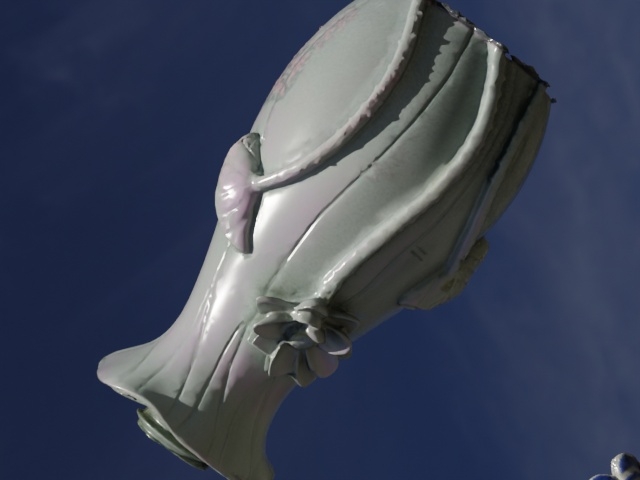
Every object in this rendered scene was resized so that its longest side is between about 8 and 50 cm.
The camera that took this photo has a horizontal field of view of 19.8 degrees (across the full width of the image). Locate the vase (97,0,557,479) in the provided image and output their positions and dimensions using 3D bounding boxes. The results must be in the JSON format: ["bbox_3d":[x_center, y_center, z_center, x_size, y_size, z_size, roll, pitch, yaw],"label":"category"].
[{"bbox_3d":[0.000,0.000,1.595,0.250,0.250,0.445,36,-88,-39],"label":"vase"}]

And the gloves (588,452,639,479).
[{"bbox_3d":[0.236,0.284,1.524,0.119,0.097,0.229,-23,-48,-80],"label":"gloves"}]
